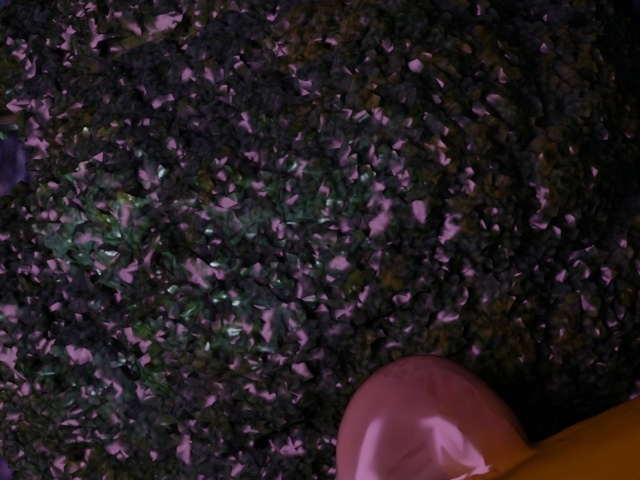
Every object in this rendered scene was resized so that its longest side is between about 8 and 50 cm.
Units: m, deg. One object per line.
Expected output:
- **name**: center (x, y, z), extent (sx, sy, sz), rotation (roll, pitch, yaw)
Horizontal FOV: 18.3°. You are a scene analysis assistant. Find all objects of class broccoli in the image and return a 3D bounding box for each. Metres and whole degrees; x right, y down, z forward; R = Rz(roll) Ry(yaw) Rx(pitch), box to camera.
- **broccoli**: center (0.000, 0.000, 0.701), extent (0.261, 0.269, 0.241), rotation (64, 159, 19)

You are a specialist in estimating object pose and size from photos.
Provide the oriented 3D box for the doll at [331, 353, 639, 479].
- **doll**: center (0.062, 0.201, 0.555), extent (0.423, 0.161, 0.348), rotation (-1, 87, 5)
